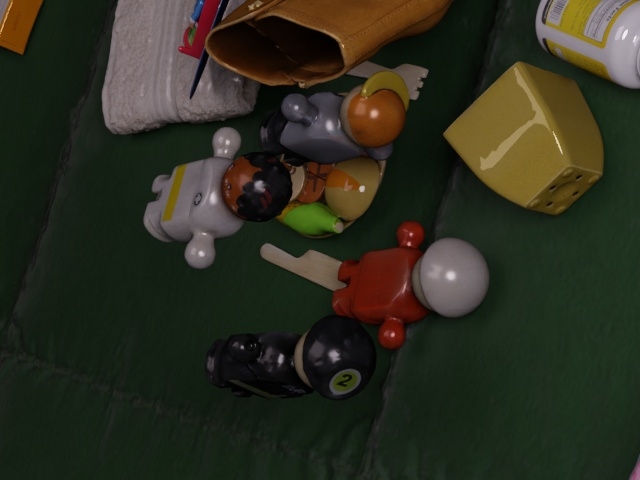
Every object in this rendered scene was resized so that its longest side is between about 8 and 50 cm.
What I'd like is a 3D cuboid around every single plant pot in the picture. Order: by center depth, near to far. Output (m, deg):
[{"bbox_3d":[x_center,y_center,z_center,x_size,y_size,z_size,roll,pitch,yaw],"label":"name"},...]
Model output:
[{"bbox_3d":[0.155,-0.065,1.433,0.081,0.081,0.083,-44,58,26],"label":"plant pot"}]

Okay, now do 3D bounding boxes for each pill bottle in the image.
[{"bbox_3d":[0.212,-0.144,1.411,0.116,0.065,0.065,33,100,48],"label":"pill bottle"}]

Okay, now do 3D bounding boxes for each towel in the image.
[{"bbox_3d":[-0.108,-0.238,1.797,0.187,0.049,0.282,-5,72,46],"label":"towel"}]

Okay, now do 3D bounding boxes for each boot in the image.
[{"bbox_3d":[-0.018,-0.199,1.560,0.295,0.211,0.104,11,128,50],"label":"boot"}]

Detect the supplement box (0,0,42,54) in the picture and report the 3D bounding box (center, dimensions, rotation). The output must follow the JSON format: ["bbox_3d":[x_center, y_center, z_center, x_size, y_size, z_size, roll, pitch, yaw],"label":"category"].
[{"bbox_3d":[-0.331,-0.231,2.036,0.098,0.036,0.062,22,92,48],"label":"supplement box"}]

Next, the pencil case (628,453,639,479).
[{"bbox_3d":[0.225,0.221,1.222,0.124,0.113,0.273,20,90,38],"label":"pencil case"}]

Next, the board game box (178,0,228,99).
[{"bbox_3d":[-0.095,-0.202,1.656,0.133,0.033,0.168,-136,67,-87],"label":"board game box"}]

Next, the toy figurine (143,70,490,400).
[{"bbox_3d":[0.000,0.000,1.448,0.148,0.213,0.209,-10,105,50],"label":"toy figurine"}]

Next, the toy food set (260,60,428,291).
[{"bbox_3d":[0.006,-0.063,1.616,0.132,0.038,0.192,20,90,48],"label":"toy food set"}]
